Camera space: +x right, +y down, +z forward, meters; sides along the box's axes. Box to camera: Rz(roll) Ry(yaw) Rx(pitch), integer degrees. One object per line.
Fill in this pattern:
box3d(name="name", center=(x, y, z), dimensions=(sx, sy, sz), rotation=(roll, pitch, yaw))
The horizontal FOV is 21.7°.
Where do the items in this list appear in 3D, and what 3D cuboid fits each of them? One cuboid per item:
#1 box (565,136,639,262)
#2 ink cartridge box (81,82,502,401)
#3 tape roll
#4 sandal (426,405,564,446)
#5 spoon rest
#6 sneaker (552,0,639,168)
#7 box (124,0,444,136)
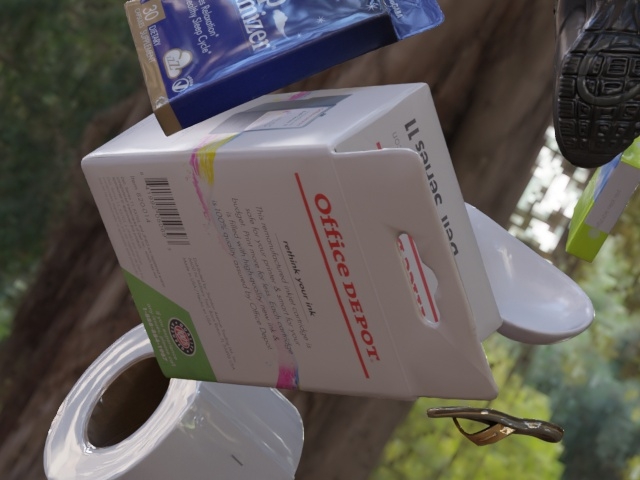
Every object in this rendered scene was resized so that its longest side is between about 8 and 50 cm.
box3d(name="box", center=(0.371, -0.071, 2.132), dimensions=(0.042, 0.109, 0.178), rotation=(24, -55, -1))
box3d(name="ink cartridge box", center=(0.000, 0.000, 1.257), dimensions=(0.353, 0.119, 0.207), rotation=(1, -62, 44))
box3d(name="tape roll", center=(-0.163, 0.225, 1.861), dimensions=(0.169, 0.246, 0.246), rotation=(47, -18, -30))
box3d(name="sandal", center=(0.225, 0.245, 2.156), dimensions=(0.180, 0.049, 0.072), rotation=(13, -10, -6))
box3d(name="spoon rest", center=(0.186, 0.029, 1.855), dimensions=(0.137, 0.084, 0.276), rotation=(-14, 37, -38))
box3d(name="sneaker", center=(0.282, -0.211, 1.682), dimensions=(0.109, 0.286, 0.130), rotation=(11, -5, -11))
box3d(name="box", center=(-0.031, -0.173, 1.268), dimensions=(0.036, 0.225, 0.136), rotation=(67, 2, -46))
